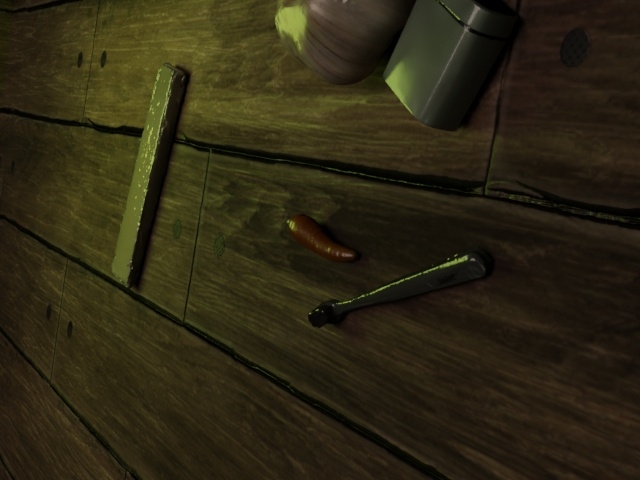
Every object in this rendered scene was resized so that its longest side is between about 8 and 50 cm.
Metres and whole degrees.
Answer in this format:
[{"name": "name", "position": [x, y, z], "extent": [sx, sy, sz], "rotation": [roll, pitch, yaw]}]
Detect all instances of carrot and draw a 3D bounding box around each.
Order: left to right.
[{"name": "carrot", "position": [0.000, 0.000, 1.141], "extent": [0.142, 0.035, 0.035], "rotation": [34, 113, 48]}]

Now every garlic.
[{"name": "garlic", "position": [-0.015, -0.285, 1.036], "extent": [0.199, 0.226, 0.199], "rotation": [-24, 60, 51]}]

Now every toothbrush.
[{"name": "toothbrush", "position": [0.076, 0.055, 1.011], "extent": [0.297, 0.031, 0.030], "rotation": [-24, 90, 53]}]

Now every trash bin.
[{"name": "trash bin", "position": [0.126, -0.195, 0.946], "extent": [0.129, 0.059, 0.116], "rotation": [-64, 35, 30]}]

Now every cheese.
[{"name": "cheese", "position": [-0.302, -0.111, 1.641], "extent": [0.085, 0.034, 0.400], "rotation": [41, 119, 53]}]
